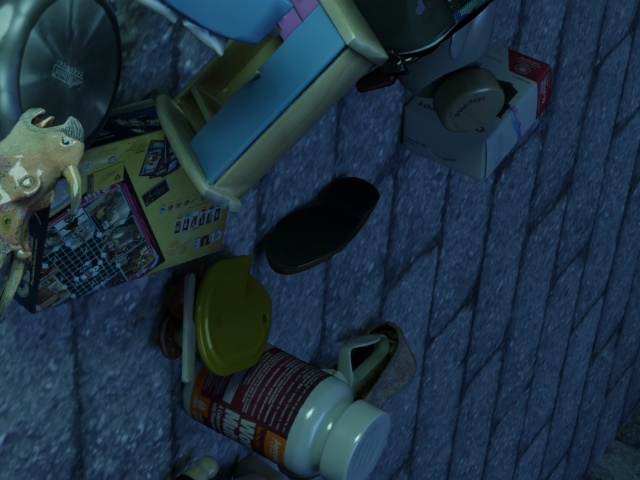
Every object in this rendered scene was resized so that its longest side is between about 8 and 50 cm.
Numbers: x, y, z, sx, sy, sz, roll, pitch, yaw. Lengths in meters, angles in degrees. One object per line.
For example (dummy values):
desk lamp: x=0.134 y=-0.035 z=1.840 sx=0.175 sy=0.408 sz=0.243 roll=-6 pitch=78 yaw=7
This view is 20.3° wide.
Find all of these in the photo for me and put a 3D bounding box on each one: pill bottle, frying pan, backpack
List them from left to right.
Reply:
frying pan: x=-0.252 y=-0.091 z=1.447 sx=0.326 sy=0.053 sz=0.197 roll=-63 pitch=148 yaw=-26
pill bottle: x=-0.039 y=0.195 z=2.058 sx=0.121 sy=0.221 sz=0.121 roll=-48 pitch=153 yaw=-35
backpack: x=0.070 y=-0.274 z=1.790 sx=0.253 sy=0.225 sz=0.191 roll=-30 pitch=108 yaw=-53

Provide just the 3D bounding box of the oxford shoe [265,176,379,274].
oxford shoe: x=0.000 y=0.000 z=2.142 sx=0.212 sy=0.076 sz=0.076 roll=-35 pitch=155 yaw=-50

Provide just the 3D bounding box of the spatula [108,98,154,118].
spatula: x=-0.165 y=-0.070 z=1.758 sx=0.242 sy=0.019 sz=0.168 roll=-21 pitch=131 yaw=-58

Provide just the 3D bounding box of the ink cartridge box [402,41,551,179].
ink cartridge box: x=0.205 y=-0.175 z=2.331 sx=0.175 sy=0.127 sz=0.072 roll=-49 pitch=152 yaw=-35

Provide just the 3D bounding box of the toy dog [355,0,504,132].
toy dog: x=0.124 y=-0.263 z=2.025 sx=0.161 sy=0.220 sz=0.333 roll=-18 pitch=130 yaw=-18

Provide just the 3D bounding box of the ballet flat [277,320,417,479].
ballet flat: x=0.028 y=0.204 z=2.412 sx=0.316 sy=0.107 sz=0.106 roll=-44 pitch=131 yaw=-51

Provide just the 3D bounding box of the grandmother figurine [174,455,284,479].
grandmother figurine: x=-0.162 y=0.365 z=2.146 sx=0.342 sy=0.104 sz=0.208 roll=-9 pitch=94 yaw=-61

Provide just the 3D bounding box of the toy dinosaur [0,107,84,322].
toy dinosaur: x=-0.289 y=0.032 z=1.347 sx=0.127 sy=0.200 sz=0.295 roll=-34 pitch=143 yaw=-52

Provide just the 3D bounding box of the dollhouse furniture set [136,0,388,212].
dollhouse furniture set: x=-0.144 y=-0.216 z=1.505 sx=0.198 sy=0.286 sz=0.303 roll=-44 pitch=137 yaw=17

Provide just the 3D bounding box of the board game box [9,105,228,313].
board game box: x=-0.178 y=-0.040 z=1.672 sx=0.243 sy=0.042 sz=0.165 roll=-19 pitch=131 yaw=-46

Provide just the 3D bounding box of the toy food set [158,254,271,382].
toy food set: x=-0.129 y=0.083 z=1.959 sx=0.218 sy=0.071 sz=0.128 roll=-9 pitch=98 yaw=-66
